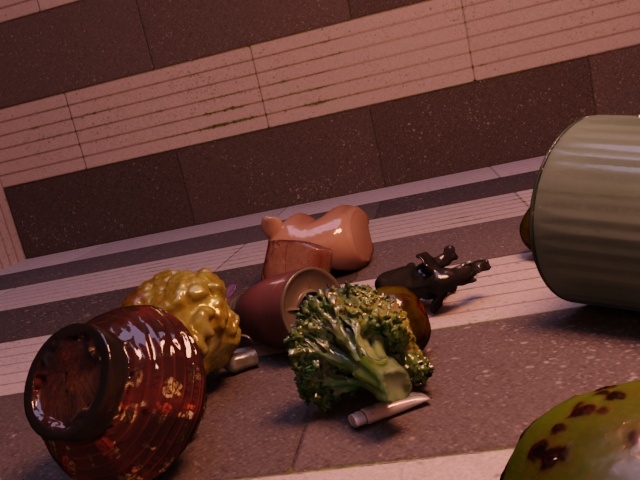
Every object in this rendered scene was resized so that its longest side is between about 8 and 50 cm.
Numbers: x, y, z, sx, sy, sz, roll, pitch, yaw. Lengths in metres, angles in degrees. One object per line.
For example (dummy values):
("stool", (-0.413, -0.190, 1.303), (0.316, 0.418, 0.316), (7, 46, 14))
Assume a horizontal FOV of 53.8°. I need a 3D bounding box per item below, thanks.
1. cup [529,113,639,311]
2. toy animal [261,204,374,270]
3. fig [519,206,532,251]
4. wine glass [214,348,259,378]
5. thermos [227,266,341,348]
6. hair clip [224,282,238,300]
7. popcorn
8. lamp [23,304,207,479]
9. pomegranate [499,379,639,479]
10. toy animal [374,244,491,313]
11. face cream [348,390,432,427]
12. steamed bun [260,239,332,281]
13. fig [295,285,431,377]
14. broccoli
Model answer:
("cup", (0.577, -0.042, 0.932), (0.401, 0.310, 0.392), (-22, 19, -30))
("toy animal", (-0.004, 0.001, 1.648), (0.256, 0.195, 0.213), (-13, 3, 12))
("fig", (0.519, -0.006, 1.349), (0.127, 0.133, 0.185), (-3, 40, -45))
("wine glass", (-0.150, 0.218, 1.116), (0.083, 0.039, 0.042), (-12, -1, -14))
("thermos", (-0.098, 0.144, 1.197), (0.265, 0.146, 0.176), (-14, 18, 49))
("hair clip", (-0.254, 0.162, 1.412), (0.137, 0.090, 0.278), (-8, 7, 9))
("popcorn", (-0.243, 0.150, 1.049), (0.217, 0.181, 0.235), (-24, 25, -4))
("lamp", (-0.258, 0.205, 0.840), (0.247, 0.247, 0.247), (-12, 11, 2))
("pomegranate", (0.213, 0.204, 0.415), (0.231, 0.231, 0.286), (-13, -18, -1))
("toy animal", (0.214, 0.083, 1.241), (0.146, 0.114, 0.245), (-15, -12, -48))
("face cream", (0.093, 0.224, 0.847), (0.115, 0.020, 0.038), (-16, 7, -19))
("steamed bun", (-0.054, 0.070, 1.471), (0.175, 0.144, 0.106), (9, 2, 32))
("fig", (0.067, 0.169, 1.016), (0.236, 0.124, 0.124), (-35, 9, 7))
("broccoli", (0.064, 0.165, 0.858), (0.220, 0.194, 0.194), (14, -1, -24))
